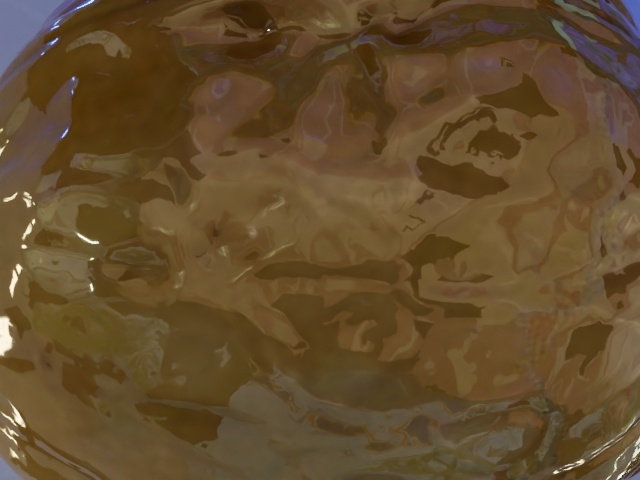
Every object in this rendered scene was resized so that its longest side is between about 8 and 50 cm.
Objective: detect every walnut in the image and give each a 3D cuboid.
[{"bbox_3d":[0.000,0.000,0.425,0.222,0.195,0.195,4,-119,3],"label":"walnut"}]
